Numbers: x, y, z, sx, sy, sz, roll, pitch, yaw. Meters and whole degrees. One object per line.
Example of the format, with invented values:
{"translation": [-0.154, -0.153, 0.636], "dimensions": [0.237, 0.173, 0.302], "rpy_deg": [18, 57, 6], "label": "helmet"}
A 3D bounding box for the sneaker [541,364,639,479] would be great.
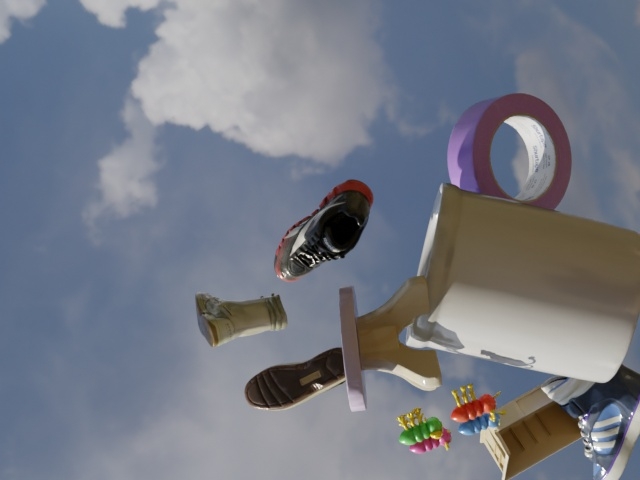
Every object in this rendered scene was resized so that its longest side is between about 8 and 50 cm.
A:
{"translation": [0.624, 0.410, 2.101], "dimensions": [0.130, 0.236, 0.323], "rpy_deg": [-45, -29, -57], "label": "sneaker"}

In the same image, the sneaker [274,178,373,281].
{"translation": [0.000, 0.000, 1.817], "dimensions": [0.097, 0.276, 0.135], "rpy_deg": [37, -155, -20], "label": "sneaker"}

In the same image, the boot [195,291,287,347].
{"translation": [-0.162, 0.144, 1.800], "dimensions": [0.165, 0.213, 0.077], "rpy_deg": [-12, -73, -15], "label": "boot"}

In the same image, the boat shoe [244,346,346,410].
{"translation": [-0.033, 0.297, 1.884], "dimensions": [0.095, 0.257, 0.095], "rpy_deg": [18, -124, -66], "label": "boat shoe"}

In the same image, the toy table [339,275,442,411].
{"translation": [0.122, 0.183, 1.614], "dimensions": [0.274, 0.160, 0.252], "rpy_deg": [-95, -4, -45], "label": "toy table"}

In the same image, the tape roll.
{"translation": [0.408, -0.173, 1.924], "dimensions": [0.274, 0.090, 0.275], "rpy_deg": [1, -92, -29], "label": "tape roll"}

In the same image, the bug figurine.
{"translation": [0.265, 0.364, 1.780], "dimensions": [0.279, 0.216, 0.072], "rpy_deg": [55, -165, -66], "label": "bug figurine"}

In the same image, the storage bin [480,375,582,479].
{"translation": [0.546, 0.461, 2.252], "dimensions": [0.123, 0.262, 0.260], "rpy_deg": [59, 173, 29], "label": "storage bin"}

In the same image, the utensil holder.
{"translation": [0.385, 0.088, 1.733], "dimensions": [0.385, 0.328, 0.328], "rpy_deg": [13, -133, 3], "label": "utensil holder"}
